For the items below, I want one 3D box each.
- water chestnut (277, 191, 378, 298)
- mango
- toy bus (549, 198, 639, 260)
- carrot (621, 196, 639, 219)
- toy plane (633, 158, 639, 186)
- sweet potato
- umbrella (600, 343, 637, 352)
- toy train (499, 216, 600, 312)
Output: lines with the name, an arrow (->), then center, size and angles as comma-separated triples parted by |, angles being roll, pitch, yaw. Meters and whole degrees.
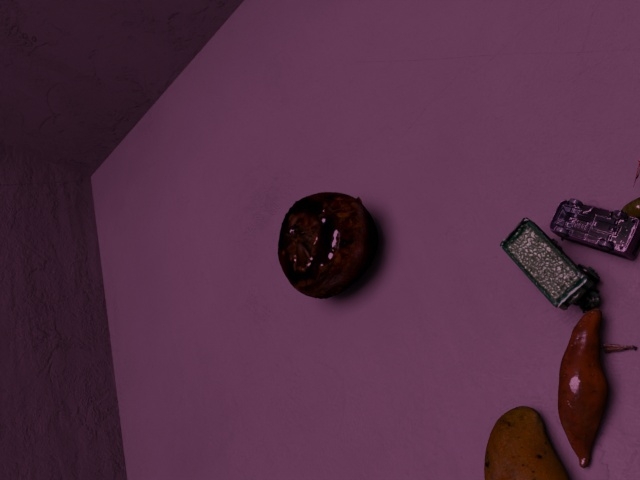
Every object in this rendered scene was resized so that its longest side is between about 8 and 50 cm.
water chestnut -> 0.000, 0.000, 2.134 | 0.350, 0.302, 0.350 | -15, 68, 43
mango -> 0.463, 0.545, 1.573 | 0.177, 0.175, 0.329 | -9, 58, -7
toy bus -> 0.659, -0.027, 1.643 | 0.199, 0.108, 0.096 | 23, 87, 44
carrot -> 0.836, -0.120, 1.532 | 0.358, 0.074, 0.074 | -28, 56, 38
toy plane -> 0.758, -0.183, 1.547 | 0.077, 0.194, 0.126 | 26, 78, 21
sweet potato -> 0.592, 0.332, 1.556 | 0.112, 0.112, 0.359 | -2, 84, 44
umbrella -> 0.678, 0.245, 1.576 | 0.083, 0.031, 0.020 | -3, 40, 42
toy train -> 0.563, 0.059, 1.668 | 0.115, 0.154, 0.269 | -48, 47, 17
